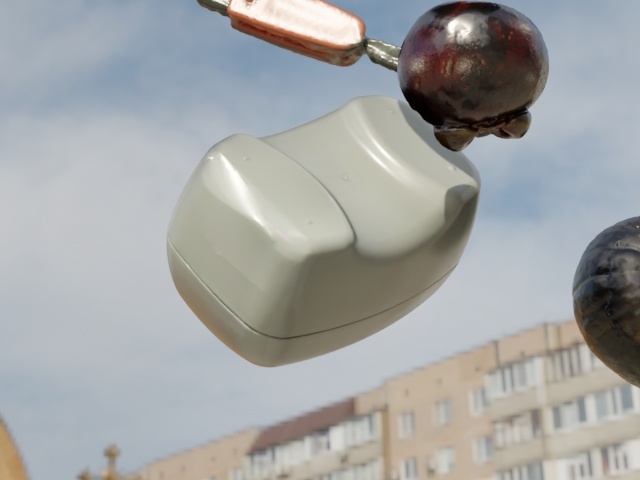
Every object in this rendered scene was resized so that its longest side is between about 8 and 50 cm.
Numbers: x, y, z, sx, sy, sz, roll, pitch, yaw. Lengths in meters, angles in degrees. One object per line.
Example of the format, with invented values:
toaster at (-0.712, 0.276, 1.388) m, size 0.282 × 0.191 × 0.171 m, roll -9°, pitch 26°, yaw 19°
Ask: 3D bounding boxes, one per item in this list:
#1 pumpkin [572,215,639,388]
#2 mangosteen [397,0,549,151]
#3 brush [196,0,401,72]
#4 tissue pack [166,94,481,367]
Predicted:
pumpkin at (0.429, 0.072, 1.781) m, size 0.238 × 0.238 × 0.159 m, roll 4°, pitch -35°, yaw -12°
mangosteen at (0.150, -0.160, 1.401) m, size 0.152 × 0.152 × 0.152 m, roll -2°, pitch -23°, yaw -1°
brush at (-0.018, -0.275, 1.840) m, size 0.323 × 0.070 × 0.051 m, roll 25°, pitch -18°, yaw 19°
tissue pack at (0.000, 0.000, 1.577) m, size 0.333 × 0.229 × 0.236 m, roll -21°, pitch -35°, yaw -39°
